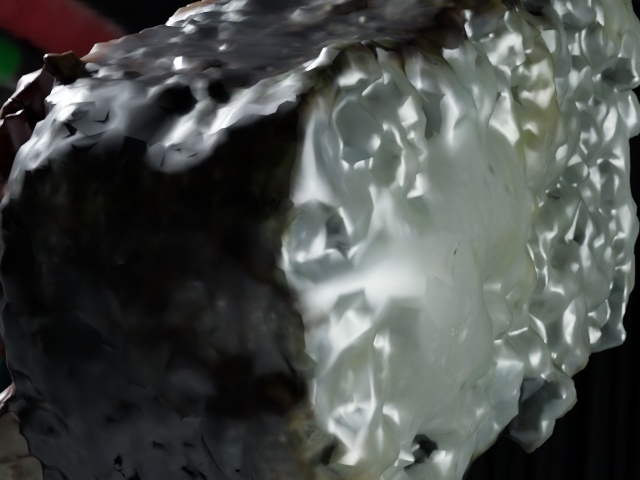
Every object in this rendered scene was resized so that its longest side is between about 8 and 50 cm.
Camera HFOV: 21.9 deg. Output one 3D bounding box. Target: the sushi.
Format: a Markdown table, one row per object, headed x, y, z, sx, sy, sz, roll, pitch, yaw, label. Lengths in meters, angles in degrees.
| x | y | z | sx | sy | sz | roll | pitch | yaw | label |
| --- | --- | --- | --- | --- | --- | --- | --- | --- | --- |
| 0.000 | 0.000 | 0.616 | 0.182 | 0.196 | 0.343 | -4 | 18 | 34 | sushi |
